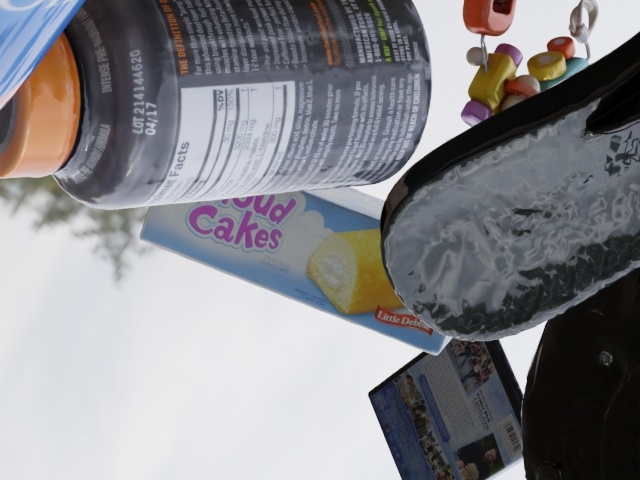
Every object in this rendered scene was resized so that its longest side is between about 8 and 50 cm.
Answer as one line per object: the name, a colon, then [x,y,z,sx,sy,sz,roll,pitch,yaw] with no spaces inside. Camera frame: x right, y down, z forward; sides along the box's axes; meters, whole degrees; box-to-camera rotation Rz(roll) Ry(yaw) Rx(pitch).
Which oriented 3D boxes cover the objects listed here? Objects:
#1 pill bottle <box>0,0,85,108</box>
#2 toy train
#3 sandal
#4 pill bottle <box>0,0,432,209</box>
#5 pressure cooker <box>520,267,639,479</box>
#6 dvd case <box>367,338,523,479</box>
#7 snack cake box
pill bottle: [-0.087,-0.137,0.513,0.221,0.124,0.124,-47,-160,38]
toy train: [0.142,-0.125,1.205,0.046,0.166,0.125,12,-90,40]
sandal: [0.235,-0.064,1.078,0.446,0.167,0.107,-36,-152,20]
pill bottle: [-0.070,-0.086,1.035,0.130,0.246,0.130,12,-75,54]
pressure cooker: [0.409,0.127,1.413,0.420,0.370,0.375,-16,165,-43]
dvd case: [0.160,0.217,2.305,0.253,0.022,0.180,-42,-116,48]
snack cake box: [0.000,0.000,1.573,0.152,0.264,0.089,-31,141,-78]
